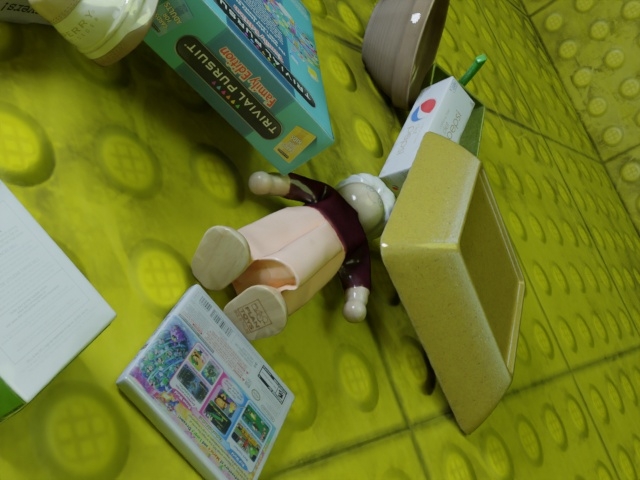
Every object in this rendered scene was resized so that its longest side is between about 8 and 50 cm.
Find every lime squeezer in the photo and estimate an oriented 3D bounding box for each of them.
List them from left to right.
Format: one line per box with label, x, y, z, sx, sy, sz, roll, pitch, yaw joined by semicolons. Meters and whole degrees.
lime squeezer;0.271;-0.267;1.488;0.058;0.110;0.310;55;-4;23

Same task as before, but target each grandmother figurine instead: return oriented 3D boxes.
grandmother figurine;0.000;0.000;0.857;0.342;0.104;0.207;-38;106;-57

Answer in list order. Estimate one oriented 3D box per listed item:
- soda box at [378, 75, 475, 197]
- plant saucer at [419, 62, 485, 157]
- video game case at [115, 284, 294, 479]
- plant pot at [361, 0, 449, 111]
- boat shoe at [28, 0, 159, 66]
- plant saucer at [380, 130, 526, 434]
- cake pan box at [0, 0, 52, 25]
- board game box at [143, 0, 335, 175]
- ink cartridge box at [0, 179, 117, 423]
soda box;0.177;-0.167;1.209;0.069;0.074;0.216;44;56;-25
plant saucer;0.229;-0.201;1.361;0.188;0.045;0.188;24;72;-44
video game case;-0.097;0.137;0.673;0.157;0.019;0.143;52;32;-15
plant pot;0.144;-0.359;1.310;0.110;0.237;0.237;20;30;11
boat shoe;-0.202;-0.301;0.683;0.098;0.109;0.302;33;46;-43
plant saucer;0.214;0.044;1.051;0.332;0.081;0.332;63;31;-25
cake pan box;-0.326;-0.324;0.684;0.267;0.070;0.245;-14;78;-60
board game box;-0.104;-0.271;0.884;0.254;0.079;0.336;43;25;-35
ink cartridge box;-0.251;0.013;0.507;0.209;0.062;0.109;53;31;-11
